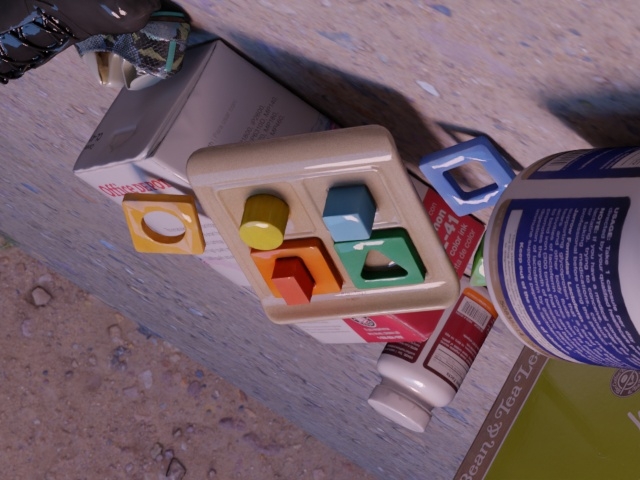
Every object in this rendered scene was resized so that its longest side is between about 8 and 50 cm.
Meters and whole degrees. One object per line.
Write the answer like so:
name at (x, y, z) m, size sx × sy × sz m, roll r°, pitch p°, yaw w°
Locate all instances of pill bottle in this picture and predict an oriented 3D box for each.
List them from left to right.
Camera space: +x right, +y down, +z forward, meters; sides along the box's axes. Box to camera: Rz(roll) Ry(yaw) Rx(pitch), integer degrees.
pill bottle at (0.110, 0.109, 1.955) m, size 0.086 × 0.152 × 0.086 m, roll 29°, pitch 168°, yaw 7°
pill bottle at (0.232, 0.012, 1.288) m, size 0.153 × 0.153 × 0.265 m, roll 34°, pitch 167°, yaw -21°

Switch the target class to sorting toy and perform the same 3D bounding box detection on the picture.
sorting toy at (0.000, 0.000, 1.602) m, size 0.348 × 0.047 × 0.196 m, roll -6°, pitch 133°, yaw 22°

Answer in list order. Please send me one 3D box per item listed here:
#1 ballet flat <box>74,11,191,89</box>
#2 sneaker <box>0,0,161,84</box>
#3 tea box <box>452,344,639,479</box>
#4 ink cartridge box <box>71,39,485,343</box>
ballet flat at (-0.170, -0.161, 1.692) m, size 0.070 × 0.070 × 0.188 m, roll 35°, pitch 168°, yaw -23°
sneaker at (-0.238, -0.185, 1.628) m, size 0.109 × 0.130 × 0.286 m, roll 40°, pitch 163°, yaw -33°
tea box at (0.296, 0.284, 1.815) m, size 0.323 × 0.329 × 0.220 m, roll 18°, pitch 163°, yaw 48°
ink cartridge box at (-0.041, -0.035, 1.768) m, size 0.306 × 0.131 × 0.226 m, roll 36°, pitch 164°, yaw -20°
